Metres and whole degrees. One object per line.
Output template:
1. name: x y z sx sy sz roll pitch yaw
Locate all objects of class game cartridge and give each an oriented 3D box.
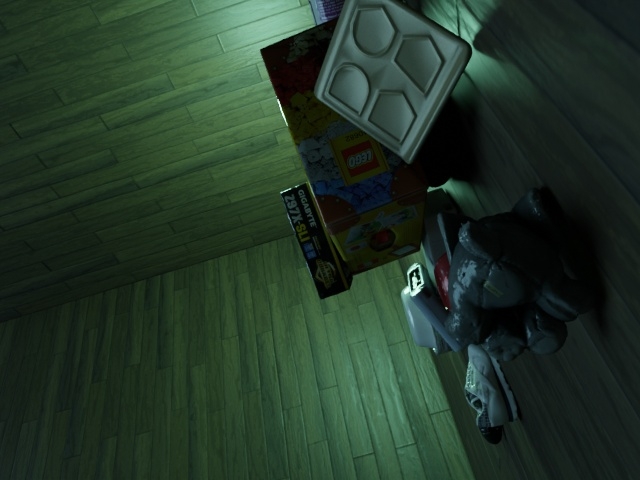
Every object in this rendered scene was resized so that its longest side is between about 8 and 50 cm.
1. game cartridge: 0.303 0.169 1.409 0.198 0.062 0.297 54 -168 -4

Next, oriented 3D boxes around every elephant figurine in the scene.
1. elephant figurine: 0.219 0.015 0.682 0.239 0.169 0.186 -74 0 -54

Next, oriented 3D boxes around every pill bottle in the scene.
1. pill bottle: 0.056 -0.710 1.685 0.169 0.169 0.302 -100 -7 -59

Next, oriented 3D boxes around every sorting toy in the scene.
1. sorting toy: 0.119 -0.296 0.834 0.229 0.041 0.307 41 135 17

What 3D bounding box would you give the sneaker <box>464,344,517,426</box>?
1. sneaker: 0.376 0.326 1.284 0.235 0.094 0.090 -97 -11 -59

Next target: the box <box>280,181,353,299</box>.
1. box: 0.000 0.000 1.363 0.322 0.079 0.257 1 -110 -85

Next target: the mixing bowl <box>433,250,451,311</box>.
1. mixing bowl: 0.290 0.085 1.116 0.181 0.098 0.181 -17 -90 -87

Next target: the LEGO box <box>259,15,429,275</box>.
1. LEGO box: 0.070 -0.163 1.190 0.500 0.193 0.373 57 -168 -74

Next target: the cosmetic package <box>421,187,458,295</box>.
1. cosmetic package: 0.287 0.006 1.313 0.117 0.085 0.231 -102 -8 -61

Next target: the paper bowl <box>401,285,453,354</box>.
1. paper bowl: 0.365 0.245 1.864 0.284 0.148 0.284 -16 -90 -85

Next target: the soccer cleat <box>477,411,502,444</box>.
1. soccer cleat: 0.450 0.468 1.474 0.072 0.060 0.179 -84 -20 -84

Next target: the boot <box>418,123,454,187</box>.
1. boot: 0.218 -0.172 1.179 0.207 0.094 0.246 -97 -4 -48
